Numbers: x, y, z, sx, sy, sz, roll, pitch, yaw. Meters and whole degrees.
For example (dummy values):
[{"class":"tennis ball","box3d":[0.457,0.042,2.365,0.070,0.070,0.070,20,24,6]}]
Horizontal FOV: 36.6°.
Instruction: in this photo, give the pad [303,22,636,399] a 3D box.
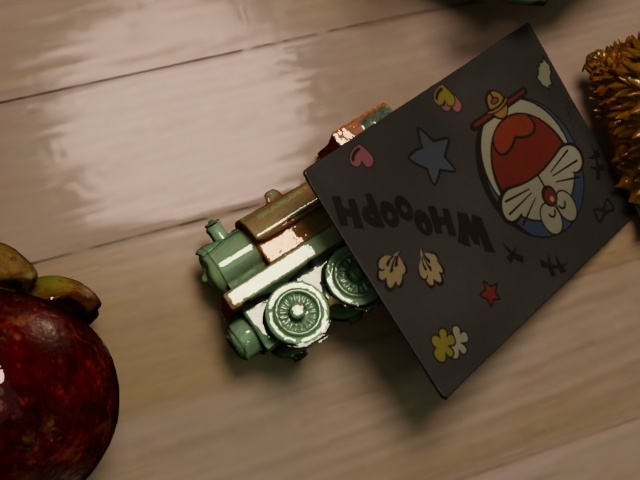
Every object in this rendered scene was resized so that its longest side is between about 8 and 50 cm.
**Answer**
[{"class":"pad","box3d":[0.114,-0.029,0.648,0.245,0.006,0.170,-36,99,-35]}]

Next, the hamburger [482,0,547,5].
[{"class":"hamburger","box3d":[0.108,-0.302,0.659,0.260,0.150,0.276,-42,115,8]}]

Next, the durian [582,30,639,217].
[{"class":"durian","box3d":[0.322,-0.067,0.678,0.250,0.138,0.183,14,79,-18]}]

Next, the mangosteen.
[{"class":"mangosteen","box3d":[-0.203,0.078,0.557,0.146,0.156,0.181,-48,62,10]}]

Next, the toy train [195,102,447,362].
[{"class":"toy train","box3d":[0.000,0.000,0.640,0.176,0.074,0.118,-31,81,-14]}]
